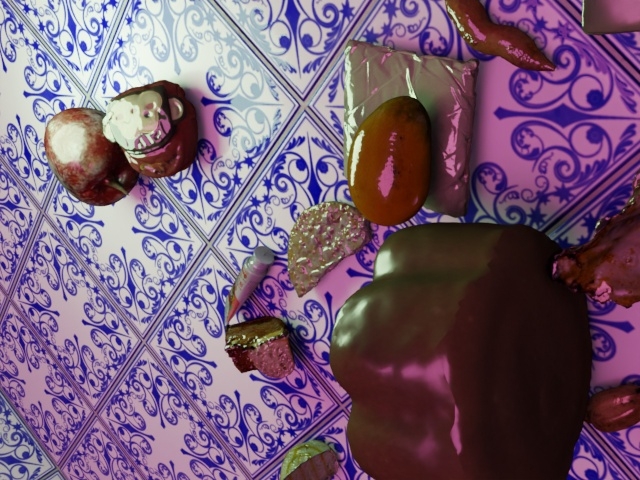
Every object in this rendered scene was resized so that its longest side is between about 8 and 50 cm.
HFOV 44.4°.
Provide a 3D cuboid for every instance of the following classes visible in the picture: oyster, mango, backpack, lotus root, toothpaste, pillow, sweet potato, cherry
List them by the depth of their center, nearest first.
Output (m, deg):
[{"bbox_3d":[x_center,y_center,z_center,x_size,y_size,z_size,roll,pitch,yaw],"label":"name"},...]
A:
[{"bbox_3d":[0.488,-0.046,1.114,0.361,0.221,0.096,-60,32,33],"label":"oyster"},{"bbox_3d":[0.276,-0.319,1.237,0.218,0.051,0.065,41,130,18],"label":"sweet potato"},{"bbox_3d":[0.116,-0.133,1.310,0.151,0.120,0.221,17,112,40],"label":"mango"},{"bbox_3d":[0.503,0.288,1.339,0.152,0.063,0.072,-29,76,43],"label":"lotus root"},{"bbox_3d":[0.154,-0.202,1.385,0.280,0.076,0.275,21,121,38],"label":"pillow"},{"bbox_3d":[-0.370,-0.245,1.771,0.229,0.139,0.229,6,108,20],"label":"backpack"},{"bbox_3d":[-0.176,0.103,1.826,0.057,0.089,0.234,16,135,-20],"label":"toothpaste"},{"bbox_3d":[-0.556,-0.209,1.887,0.300,0.203,0.230,40,172,28],"label":"cherry"}]

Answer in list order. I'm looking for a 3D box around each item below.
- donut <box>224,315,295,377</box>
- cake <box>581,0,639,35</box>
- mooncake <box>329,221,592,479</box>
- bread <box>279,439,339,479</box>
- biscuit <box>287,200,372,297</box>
[{"bbox_3d":[-0.134,0.248,1.835,0.186,0.144,0.126,-12,112,15],"label":"donut"},{"bbox_3d":[0.481,-0.302,1.006,0.283,0.158,0.172,35,131,18],"label":"cake"},{"bbox_3d":[0.239,0.196,1.250,0.262,0.467,0.467,-4,108,41],"label":"mooncake"},{"bbox_3d":[-0.047,0.545,1.885,0.110,0.156,0.103,26,138,53],"label":"bread"},{"bbox_3d":[0.001,-0.001,1.639,0.141,0.038,0.290,53,133,7],"label":"biscuit"}]
